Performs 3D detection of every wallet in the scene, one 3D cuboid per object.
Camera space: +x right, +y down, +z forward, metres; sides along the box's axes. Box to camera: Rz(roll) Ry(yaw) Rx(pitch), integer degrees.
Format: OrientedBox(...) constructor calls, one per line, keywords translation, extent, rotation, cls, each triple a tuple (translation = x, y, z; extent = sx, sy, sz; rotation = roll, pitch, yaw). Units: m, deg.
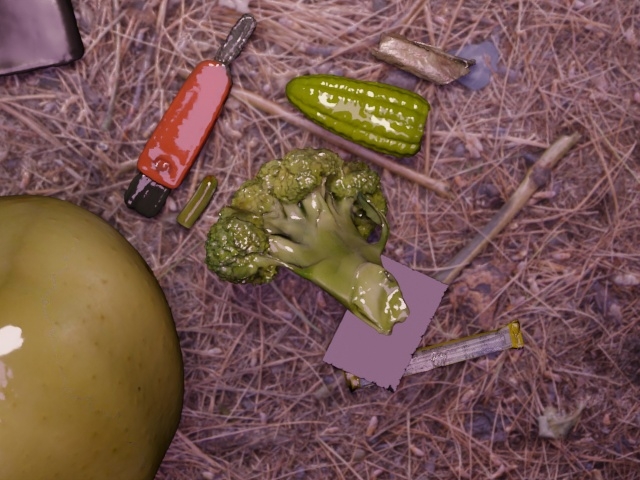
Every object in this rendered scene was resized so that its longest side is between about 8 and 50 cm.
OrientedBox(translation=(-0.444, -0.403, 1.121), extent=(0.197, 0.051, 0.378), rotation=(-11, 105, -5), cls="wallet")

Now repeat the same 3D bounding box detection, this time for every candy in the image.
OrientedBox(translation=(0.051, -0.183, 1.217), extent=(0.209, 0.097, 0.097), rotation=(17, 103, -5), cls="candy")

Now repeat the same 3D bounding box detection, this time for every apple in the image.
OrientedBox(translation=(-0.396, 0.177, 1.094), extent=(0.473, 0.473, 0.474), rotation=(-2, 106, -6), cls="apple")

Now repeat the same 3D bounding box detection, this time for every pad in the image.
OrientedBox(translation=(0.099, 0.127, 1.336), extent=(0.127, 0.004, 0.190), rotation=(25, 96, -7), cls="pad")

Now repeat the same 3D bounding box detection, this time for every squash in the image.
OrientedBox(translation=(-0.176, -0.058, 1.258), extent=(0.027, 0.027, 0.083), rotation=(34, 99, -14), cls="squash")

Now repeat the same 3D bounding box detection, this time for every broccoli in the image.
OrientedBox(translation=(-0.025, -0.024, 1.145), extent=(0.253, 0.302, 0.186), rotation=(0, 110, -4), cls="broccoli")

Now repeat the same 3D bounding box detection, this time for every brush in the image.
OrientedBox(translation=(-0.177, -0.174, 1.217), extent=(0.070, 0.051, 0.323), rotation=(33, 103, -7), cls="brush")

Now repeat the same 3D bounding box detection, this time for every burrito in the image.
OrientedBox(translation=(0.146, -0.254, 1.230), extent=(0.149, 0.041, 0.055), rotation=(18, 89, -11), cls="burrito")

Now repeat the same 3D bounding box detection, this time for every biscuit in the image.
OrientedBox(translation=(0.178, 0.183, 1.364), extent=(0.291, 0.026, 0.048), rotation=(-14, 102, -3), cls="biscuit")
